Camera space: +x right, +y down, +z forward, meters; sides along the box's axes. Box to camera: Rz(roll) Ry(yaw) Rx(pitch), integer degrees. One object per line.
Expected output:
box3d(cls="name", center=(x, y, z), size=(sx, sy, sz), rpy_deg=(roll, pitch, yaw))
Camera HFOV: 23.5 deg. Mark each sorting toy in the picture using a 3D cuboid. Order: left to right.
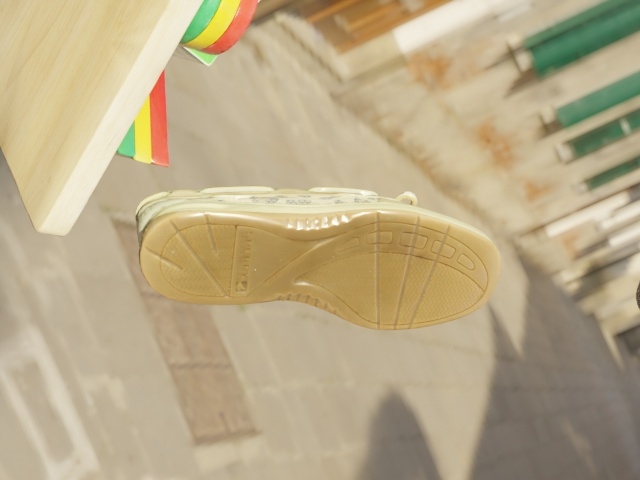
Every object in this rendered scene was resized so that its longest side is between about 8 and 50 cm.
box3d(cls="sorting toy", center=(-0.154, -0.171, 1.165), size=(0.089, 0.257, 0.255), rpy_deg=(14, 31, -37))

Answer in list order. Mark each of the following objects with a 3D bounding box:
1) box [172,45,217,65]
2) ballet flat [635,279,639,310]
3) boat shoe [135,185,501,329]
box3d(cls="box", center=(-0.127, -0.357, 1.902), size=(0.126, 0.262, 0.231), rpy_deg=(37, -1, -20))
box3d(cls="ballet flat", center=(0.386, 0.007, 1.317), size=(0.106, 0.316, 0.108), rpy_deg=(33, 59, -36))
box3d(cls="boat shoe", center=(0.000, 0.000, 1.185), size=(0.089, 0.285, 0.105), rpy_deg=(-114, -144, -61))
